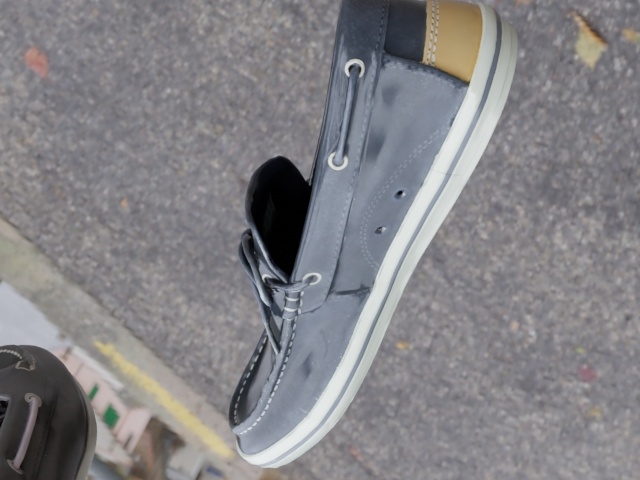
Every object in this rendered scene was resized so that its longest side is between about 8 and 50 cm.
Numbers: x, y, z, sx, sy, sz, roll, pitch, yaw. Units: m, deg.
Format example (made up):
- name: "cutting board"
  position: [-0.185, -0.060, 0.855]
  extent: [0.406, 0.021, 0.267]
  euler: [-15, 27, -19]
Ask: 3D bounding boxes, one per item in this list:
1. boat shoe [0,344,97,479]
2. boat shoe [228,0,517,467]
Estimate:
- name: "boat shoe"
  position: [-0.194, 0.136, 0.619]
  extent: [0.112, 0.335, 0.095]
  euler: [-35, 119, 6]
- name: "boat shoe"
  position: [0.000, 0.000, 0.989]
  extent: [0.156, 0.186, 0.500]
  euler: [17, 125, -11]
